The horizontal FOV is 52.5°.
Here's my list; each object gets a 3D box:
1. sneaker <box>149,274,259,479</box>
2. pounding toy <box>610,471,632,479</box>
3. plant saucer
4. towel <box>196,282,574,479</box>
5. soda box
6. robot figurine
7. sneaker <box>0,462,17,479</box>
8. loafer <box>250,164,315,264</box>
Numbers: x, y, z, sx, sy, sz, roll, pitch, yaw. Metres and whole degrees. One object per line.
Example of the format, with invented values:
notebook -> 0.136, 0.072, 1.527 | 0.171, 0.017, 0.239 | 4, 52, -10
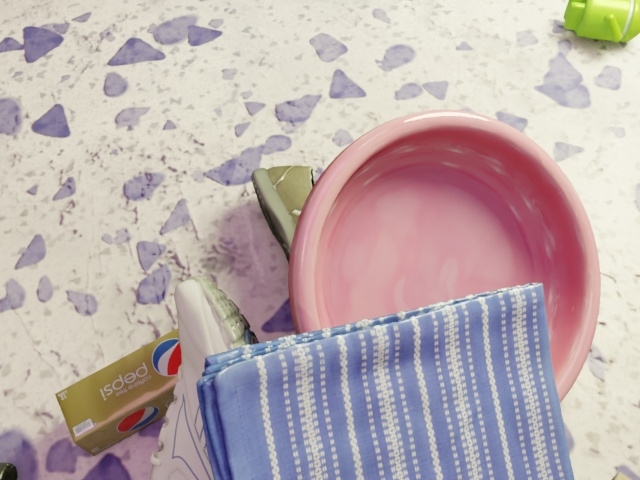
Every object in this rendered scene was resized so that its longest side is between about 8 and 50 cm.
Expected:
sneaker -> -0.101, 0.179, 0.596 | 0.129, 0.111, 0.297 | -15, 80, 3
pounding toy -> 0.194, 0.317, 0.510 | 0.094, 0.181, 0.206 | 35, 39, 21
plant saucer -> 0.122, 0.040, 0.651 | 0.332, 0.084, 0.332 | 1, 87, -19
towel -> 0.076, 0.183, 0.561 | 0.335, 0.040, 0.243 | -11, 91, -20
soda box -> -0.172, 0.147, 0.678 | 0.181, 0.061, 0.058 | -27, 62, -14
robot figurine -> 0.413, -0.323, 0.935 | 0.115, 0.067, 0.101 | 12, 48, 8
sneaker -> -0.353, 0.267, 0.621 | 0.089, 0.051, 0.170 | 4, 55, 4
loafer -> 0.000, 0.000, 0.740 | 0.087, 0.094, 0.251 | -24, 61, -7
